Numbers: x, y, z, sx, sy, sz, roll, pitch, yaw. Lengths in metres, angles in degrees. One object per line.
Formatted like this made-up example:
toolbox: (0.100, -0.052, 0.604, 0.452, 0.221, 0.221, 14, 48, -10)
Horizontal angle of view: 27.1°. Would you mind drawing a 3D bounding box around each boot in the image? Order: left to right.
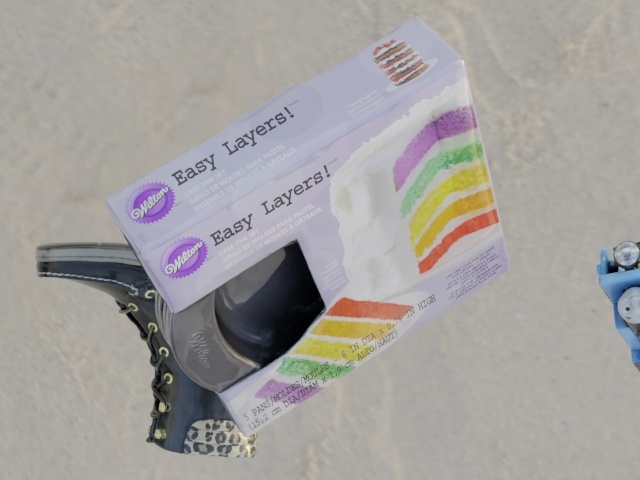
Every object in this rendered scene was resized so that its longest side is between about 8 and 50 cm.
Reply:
boot: (-0.146, 0.096, 1.182, 0.236, 0.085, 0.179, 10, 90, -18)

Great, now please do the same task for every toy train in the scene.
toy train: (0.338, 0.070, 1.356, 0.184, 0.080, 0.105, 44, 37, -53)

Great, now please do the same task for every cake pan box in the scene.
cake pan box: (0.000, 0.000, 0.962, 0.267, 0.070, 0.246, -31, 138, -9)
